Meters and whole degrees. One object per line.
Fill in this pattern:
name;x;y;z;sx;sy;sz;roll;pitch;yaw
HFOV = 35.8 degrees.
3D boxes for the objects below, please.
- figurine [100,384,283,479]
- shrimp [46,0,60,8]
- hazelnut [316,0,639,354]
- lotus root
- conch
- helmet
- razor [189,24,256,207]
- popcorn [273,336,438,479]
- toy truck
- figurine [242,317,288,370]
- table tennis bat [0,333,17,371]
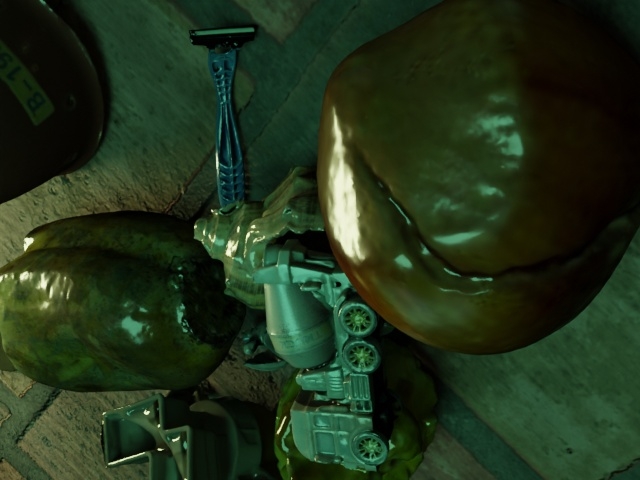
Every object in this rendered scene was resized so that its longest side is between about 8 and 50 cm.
figurine;-0.134;0.302;1.381;0.167;0.285;0.342;-43;57;23
shrimp;-0.433;-0.357;1.300;0.236;0.053;0.133;9;141;19
hazelnut;0.166;-0.068;0.976;0.372;0.315;0.372;-10;123;-16
lotus root;-0.255;0.083;1.326;0.346;0.250;0.250;-2;116;38
conch;-0.004;-0.013;1.193;0.291;0.159;0.210;2;143;-10
helmet;-0.493;-0.182;1.282;0.337;0.230;0.385;-10;124;35
razor;-0.116;-0.150;1.246;0.082;0.042;0.253;-9;122;-13
popcorn;0.035;0.251;1.265;0.206;0.251;0.237;35;132;-1
toy truck;0.009;0.123;1.090;0.140;0.108;0.256;0;113;14
figurine;-0.073;0.138;1.356;0.086;0.094;0.082;-7;102;38
table tennis bat;-0.517;0.167;1.657;0.234;0.022;0.131;7;119;28
